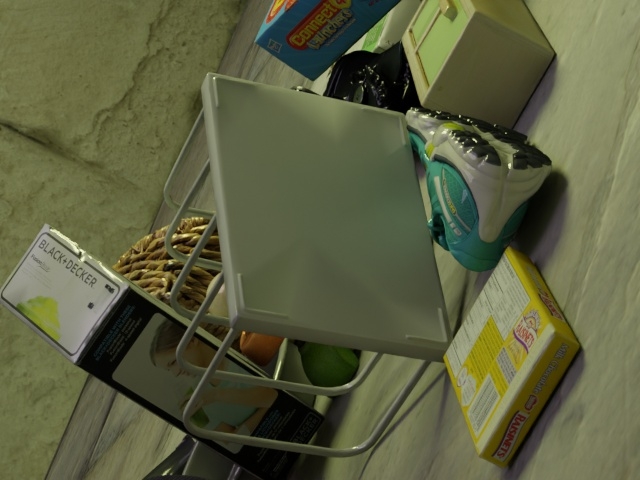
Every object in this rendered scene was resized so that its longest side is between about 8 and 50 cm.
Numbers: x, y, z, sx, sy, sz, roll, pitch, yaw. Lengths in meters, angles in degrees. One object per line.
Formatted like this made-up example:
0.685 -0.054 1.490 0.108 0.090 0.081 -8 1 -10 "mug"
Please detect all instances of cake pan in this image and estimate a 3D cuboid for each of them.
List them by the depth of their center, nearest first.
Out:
-0.085 0.229 2.069 0.293 0.054 0.293 -59 11 19 "cake pan"

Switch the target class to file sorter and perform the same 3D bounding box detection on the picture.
-0.027 0.024 1.707 0.173 0.193 0.278 122 150 -42 "file sorter"

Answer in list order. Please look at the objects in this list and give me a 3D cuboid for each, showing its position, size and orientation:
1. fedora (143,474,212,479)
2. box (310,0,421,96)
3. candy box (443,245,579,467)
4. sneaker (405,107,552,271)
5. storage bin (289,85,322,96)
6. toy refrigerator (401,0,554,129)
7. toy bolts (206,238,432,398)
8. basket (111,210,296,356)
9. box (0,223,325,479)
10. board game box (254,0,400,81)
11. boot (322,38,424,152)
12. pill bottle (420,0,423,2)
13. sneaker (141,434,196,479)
-0.146 0.355 1.750 0.275 0.243 0.124 -54 -30 -39 "fedora"
0.064 -0.249 2.527 0.322 0.058 0.232 -49 18 58 "box"
0.136 0.081 1.425 0.105 0.027 0.206 -58 11 12 "candy box"
0.117 -0.047 1.650 0.275 0.107 0.110 -102 27 -77 "sneaker"
-0.014 -0.111 2.368 0.084 0.122 0.180 -66 11 -13 "storage bin"
0.143 -0.189 1.876 0.102 0.094 0.269 -61 10 16 "toy refrigerator"
0.000 0.000 1.924 0.218 0.158 0.228 -53 14 43 "toy bolts"
-0.139 0.052 2.329 0.299 0.213 0.223 -44 22 60 "basket"
-0.149 0.111 1.839 0.087 0.290 0.169 -55 42 -3 "box"
0.076 -0.374 2.182 0.302 0.086 0.308 -38 25 53 "board game box"
0.049 -0.100 2.108 0.207 0.094 0.246 -177 105 -72 "boot"
0.156 -0.322 2.162 0.086 0.086 0.152 -53 15 43 "pill bottle"
-0.173 0.299 2.321 0.118 0.083 0.222 -46 0 -11 "sneaker"
